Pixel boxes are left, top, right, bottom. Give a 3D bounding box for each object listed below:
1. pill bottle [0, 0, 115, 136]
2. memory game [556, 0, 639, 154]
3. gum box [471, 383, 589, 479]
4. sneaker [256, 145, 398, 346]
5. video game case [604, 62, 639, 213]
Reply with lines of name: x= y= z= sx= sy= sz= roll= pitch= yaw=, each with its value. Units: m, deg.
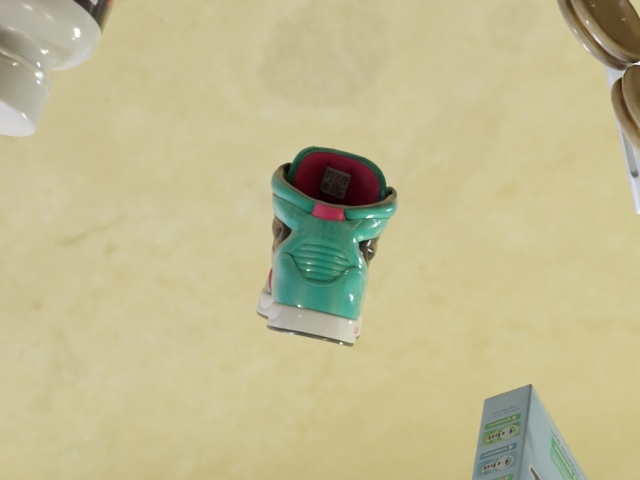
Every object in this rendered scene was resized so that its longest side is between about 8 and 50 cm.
pill bottle: x=-0.159 y=-0.160 z=0.986 sx=0.108 sy=0.108 sz=0.194 roll=34 pitch=70 yaw=-46
memory game: x=0.137 y=-0.054 z=0.604 sx=0.186 sy=0.186 sz=0.012 roll=19 pitch=136 yaw=-42
gum box: x=0.149 y=0.211 z=1.183 sx=0.041 sy=0.184 sz=0.157 roll=-22 pitch=116 yaw=23
sneaker: x=0.000 y=0.000 z=1.747 sx=0.123 sy=0.295 sz=0.178 roll=12 pitch=91 yaw=-4
video game case: x=0.373 y=-0.156 z=1.971 sx=0.201 sy=0.023 sz=0.183 roll=-47 pitch=129 yaw=-45
